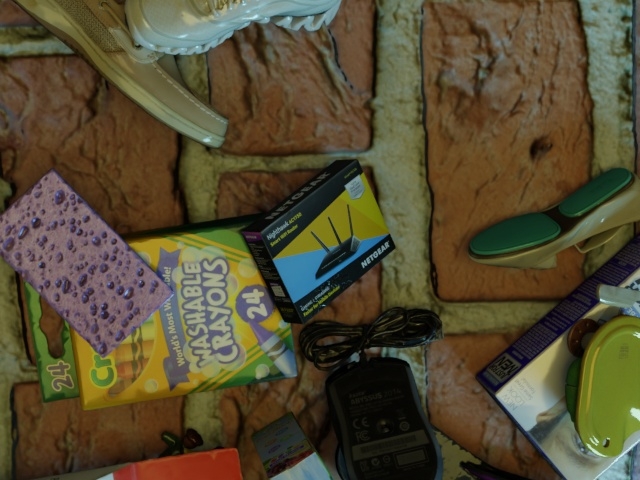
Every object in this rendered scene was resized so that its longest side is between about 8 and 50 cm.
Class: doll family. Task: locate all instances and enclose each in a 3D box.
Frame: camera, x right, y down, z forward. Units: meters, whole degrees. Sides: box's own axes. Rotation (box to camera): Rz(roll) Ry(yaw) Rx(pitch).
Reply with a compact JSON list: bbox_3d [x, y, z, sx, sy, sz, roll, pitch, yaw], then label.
[{"bbox_3d":[-0.135,0.321,1.808,0.111,0.076,0.193,-44,106,-5],"label":"doll family"}]

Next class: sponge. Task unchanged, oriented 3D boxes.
[{"bbox_3d":[-0.288,0.027,1.683,0.117,0.031,0.210,-44,99,-3],"label":"sponge"}]

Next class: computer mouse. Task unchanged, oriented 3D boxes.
[{"bbox_3d":[0.082,0.223,1.783,0.188,0.072,0.272,-8,60,-4],"label":"computer mouse"}]

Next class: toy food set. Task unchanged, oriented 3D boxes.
[{"bbox_3d":[0.353,0.155,1.755,0.128,0.071,0.218,2,99,-31],"label":"toy food set"}]

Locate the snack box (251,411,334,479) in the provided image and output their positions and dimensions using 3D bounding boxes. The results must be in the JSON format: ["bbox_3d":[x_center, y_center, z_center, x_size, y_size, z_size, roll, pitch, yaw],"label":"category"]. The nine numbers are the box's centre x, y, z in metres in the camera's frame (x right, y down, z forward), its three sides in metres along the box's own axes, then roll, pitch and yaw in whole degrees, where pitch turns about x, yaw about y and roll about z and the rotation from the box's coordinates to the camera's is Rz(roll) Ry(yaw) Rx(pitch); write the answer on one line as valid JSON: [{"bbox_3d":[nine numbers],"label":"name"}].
[{"bbox_3d":[-0.007,0.322,1.754,0.070,0.207,0.175,-30,99,-3],"label":"snack box"}]

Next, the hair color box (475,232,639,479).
[{"bbox_3d":[0.393,0.144,1.841,0.339,0.110,0.185,-41,102,0],"label":"hair color box"}]

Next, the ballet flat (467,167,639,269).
[{"bbox_3d":[0.311,-0.008,1.828,0.248,0.086,0.086,-25,100,-5],"label":"ballet flat"}]

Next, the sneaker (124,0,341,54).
[{"bbox_3d":[-0.091,-0.295,1.667,0.292,0.118,0.110,-17,87,-27],"label":"sneaker"}]

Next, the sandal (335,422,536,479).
[{"bbox_3d":[0.224,0.361,1.816,0.445,0.107,0.168,26,82,-5],"label":"sandal"}]

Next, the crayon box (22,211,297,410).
[{"bbox_3d":[-0.202,0.091,1.761,0.322,0.083,0.203,-9,98,-6],"label":"crayon box"}]

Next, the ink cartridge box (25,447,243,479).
[{"bbox_3d":[-0.266,0.437,1.724,0.384,0.091,0.308,-9,99,-4],"label":"ink cartridge box"}]

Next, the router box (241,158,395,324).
[{"bbox_3d":[0.000,0.000,1.745,0.179,0.046,0.133,-39,115,-32],"label":"router box"}]

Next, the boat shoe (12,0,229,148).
[{"bbox_3d":[-0.231,-0.244,1.694,0.341,0.121,0.110,40,91,-10],"label":"boat shoe"}]
